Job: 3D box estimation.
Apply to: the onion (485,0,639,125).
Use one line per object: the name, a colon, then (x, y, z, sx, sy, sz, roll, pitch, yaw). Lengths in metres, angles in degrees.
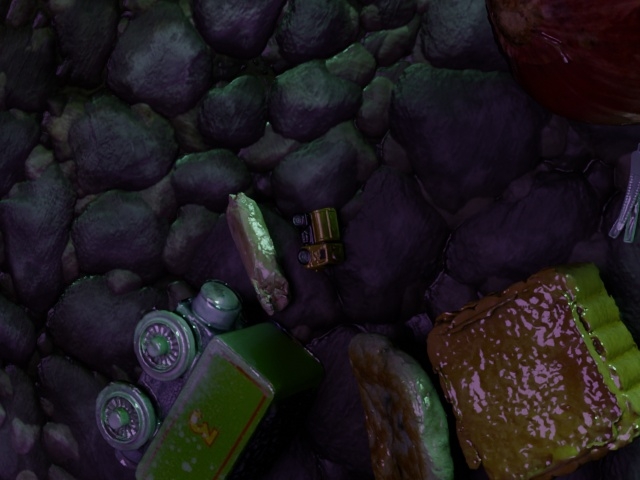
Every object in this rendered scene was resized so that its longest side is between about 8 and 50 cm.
onion: (0.315, -0.284, 1.272, 0.341, 0.341, 0.341, 1, 92, 37)

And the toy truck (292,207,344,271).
toy truck: (0.000, 0.000, 1.704, 0.054, 0.049, 0.083, -13, 82, 35)

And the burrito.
burrito: (-0.089, 0.014, 1.773, 0.058, 0.045, 0.188, -30, 71, 21)

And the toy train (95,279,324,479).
toy train: (-0.160, 0.224, 1.764, 0.249, 0.173, 0.307, 39, 114, 20)

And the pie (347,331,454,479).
pie: (0.096, 0.228, 1.573, 0.240, 0.054, 0.240, 164, 90, -70)

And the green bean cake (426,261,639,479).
green bean cake: (0.257, 0.155, 1.466, 0.224, 0.131, 0.229, -32, 76, 35)

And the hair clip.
hair clip: (0.356, -0.054, 1.444, 0.030, 0.039, 0.115, 24, 108, 40)
